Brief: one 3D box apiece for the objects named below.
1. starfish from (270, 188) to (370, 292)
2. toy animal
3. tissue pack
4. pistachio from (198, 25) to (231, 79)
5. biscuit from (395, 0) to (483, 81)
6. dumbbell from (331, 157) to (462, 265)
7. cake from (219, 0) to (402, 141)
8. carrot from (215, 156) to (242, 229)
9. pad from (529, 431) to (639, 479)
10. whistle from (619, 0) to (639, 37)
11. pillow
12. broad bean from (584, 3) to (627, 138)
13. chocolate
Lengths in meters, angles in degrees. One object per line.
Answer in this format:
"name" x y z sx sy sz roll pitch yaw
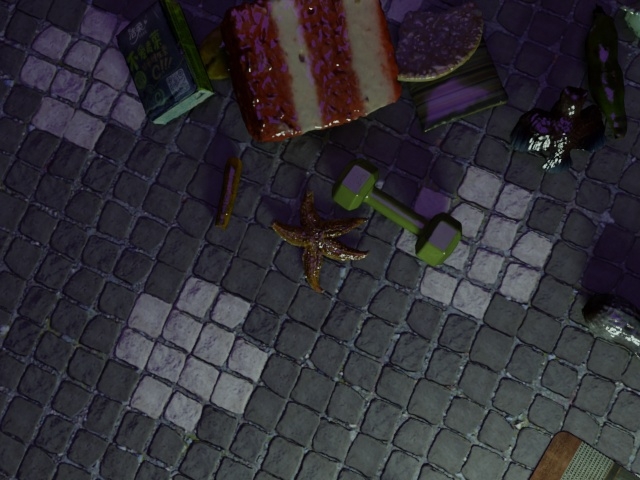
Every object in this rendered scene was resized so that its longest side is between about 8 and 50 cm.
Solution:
"starfish" 0.000 0.000 1.329 0.227 0.043 0.240 -1 87 2
"toy animal" 0.539 -0.245 1.272 0.218 0.179 0.116 1 60 1
"tissue pack" -0.359 -0.407 1.331 0.173 0.073 0.235 -25 84 28
"pistachio" -0.208 -0.447 1.342 0.189 0.110 0.100 -28 43 1
"biscuit" 0.260 -0.459 1.324 0.265 0.040 0.188 -40 68 -6
"dumbbell" 0.171 -0.064 1.296 0.302 0.121 0.108 33 115 4
"cake" -0.027 -0.370 1.221 0.319 0.270 0.269 -17 106 -11
"carrot" -0.216 -0.109 1.345 0.042 0.042 0.170 13 87 2
"pad" 0.638 0.484 1.260 0.250 0.055 0.323 32 104 4
"whistle" 0.802 -0.490 1.328 0.244 0.110 0.092 24 118 3
"pillow" 0.304 -0.383 1.349 0.208 0.052 0.212 -19 83 5
"broad bean" 0.657 -0.395 1.338 0.077 0.061 0.339 -3 85 -11
"chocolate" 0.694 0.200 1.262 0.248 0.110 0.110 33 86 3
